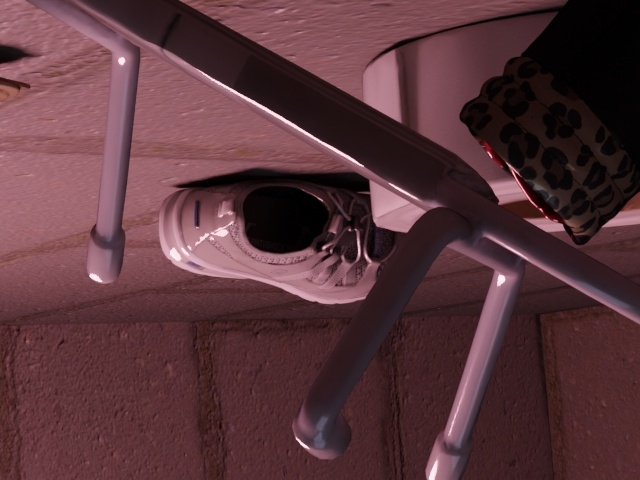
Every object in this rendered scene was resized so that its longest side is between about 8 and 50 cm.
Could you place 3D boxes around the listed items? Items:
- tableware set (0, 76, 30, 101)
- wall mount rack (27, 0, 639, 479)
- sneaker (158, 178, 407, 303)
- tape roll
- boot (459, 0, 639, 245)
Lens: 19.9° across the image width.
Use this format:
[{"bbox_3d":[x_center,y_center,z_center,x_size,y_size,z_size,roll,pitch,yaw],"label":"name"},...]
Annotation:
[{"bbox_3d":[-0.265,-0.090,1.063,0.169,0.020,0.141,-8,170,41],"label":"tableware set"},{"bbox_3d":[-0.031,-0.004,0.751,0.350,0.130,0.304,31,-179,16],"label":"wall mount rack"},{"bbox_3d":[0.000,0.000,1.635,0.281,0.105,0.115,1,172,-35],"label":"sneaker"},{"bbox_3d":[0.168,-0.070,1.165,0.286,0.100,0.286,-4,174,0],"label":"tape roll"},{"bbox_3d":[0.151,-0.078,0.755,0.178,0.085,0.236,-47,160,5],"label":"boot"}]
